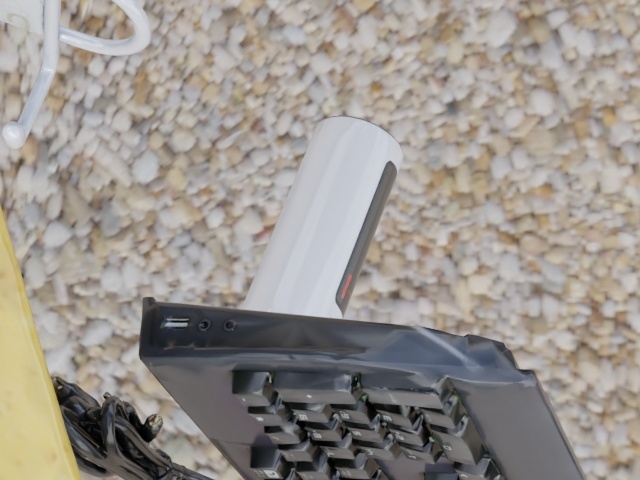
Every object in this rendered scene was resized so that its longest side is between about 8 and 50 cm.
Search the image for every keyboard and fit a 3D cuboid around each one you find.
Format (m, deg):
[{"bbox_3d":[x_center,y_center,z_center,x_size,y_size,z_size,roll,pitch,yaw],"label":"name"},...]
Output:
[{"bbox_3d":[0.011,0.111,0.546,0.201,0.317,0.033,4,59,25],"label":"keyboard"}]

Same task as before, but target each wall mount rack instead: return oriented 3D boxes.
[{"bbox_3d":[-0.303,-0.195,1.084,0.350,0.304,0.130,20,67,-2],"label":"wall mount rack"}]

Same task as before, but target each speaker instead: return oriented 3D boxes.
[{"bbox_3d":[0.000,0.000,0.821,0.055,0.055,0.136,27,62,-10],"label":"speaker"}]

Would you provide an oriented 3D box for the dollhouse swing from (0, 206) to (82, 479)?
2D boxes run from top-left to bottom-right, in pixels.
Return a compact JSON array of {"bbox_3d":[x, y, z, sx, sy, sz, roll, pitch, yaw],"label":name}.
[{"bbox_3d":[-0.215,0.133,0.356,0.305,0.315,0.347,-17,91,-35],"label":"dollhouse swing"}]
